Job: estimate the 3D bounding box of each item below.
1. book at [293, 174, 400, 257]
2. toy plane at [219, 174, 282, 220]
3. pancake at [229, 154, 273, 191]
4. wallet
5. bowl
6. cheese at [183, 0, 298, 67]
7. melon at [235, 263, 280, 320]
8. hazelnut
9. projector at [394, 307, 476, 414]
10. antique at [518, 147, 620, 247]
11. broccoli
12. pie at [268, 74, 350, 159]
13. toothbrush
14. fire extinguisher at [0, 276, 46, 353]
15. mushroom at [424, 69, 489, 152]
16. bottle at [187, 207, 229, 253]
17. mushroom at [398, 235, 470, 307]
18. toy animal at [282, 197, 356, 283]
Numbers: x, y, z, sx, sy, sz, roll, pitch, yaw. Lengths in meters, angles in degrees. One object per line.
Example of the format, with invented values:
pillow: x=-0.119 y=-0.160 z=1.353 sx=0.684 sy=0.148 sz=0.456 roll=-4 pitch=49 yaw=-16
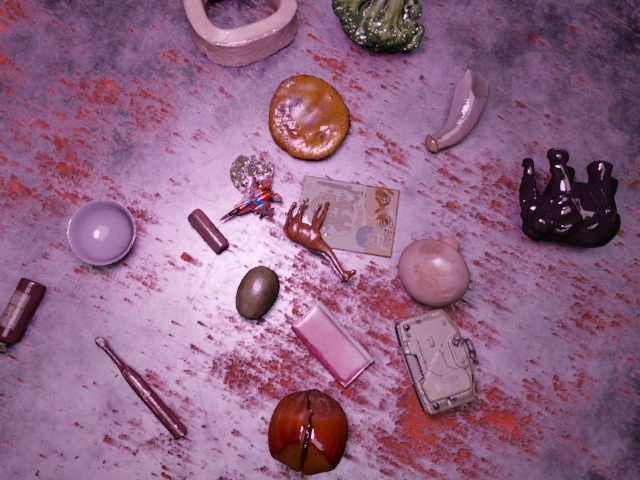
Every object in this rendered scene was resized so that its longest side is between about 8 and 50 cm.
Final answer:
book: x=0.079 y=-0.073 z=1.747 sx=0.295 sy=0.020 sz=0.208 roll=9 pitch=80 yaw=-2
toy plane: x=-0.211 y=-0.108 z=1.712 sx=0.189 sy=0.061 sz=0.130 roll=-29 pitch=103 yaw=3
pancake: x=-0.208 y=-0.196 z=1.749 sx=0.129 sy=0.022 sz=0.116 roll=33 pitch=83 yaw=2
wallet: x=0.033 y=0.294 z=1.674 sx=0.119 sy=0.025 sz=0.232 roll=-41 pitch=85 yaw=-10
bowl: x=-0.605 y=-0.016 z=1.661 sx=0.188 sy=0.086 sz=0.189 roll=0 pitch=79 yaw=-2
cheese: x=-0.237 y=-0.697 z=1.772 sx=0.332 sy=0.153 sz=0.293 roll=-14 pitch=81 yaw=-7
melon: x=-0.174 y=0.142 z=1.644 sx=0.114 sy=0.114 sz=0.167 roll=25 pitch=79 yaw=1
hazelnut: x=-0.033 y=0.501 z=1.557 sx=0.212 sy=0.181 sz=0.181 roll=8 pitch=99 yaw=8
projector: x=0.337 y=0.333 z=1.655 sx=0.193 sy=0.088 sz=0.270 roll=-18 pitch=81 yaw=-4
antique: x=0.729 y=-0.106 z=1.711 sx=0.322 sy=0.185 sz=0.255 roll=17 pitch=78 yaw=-4
broccoli: x=0.192 y=-0.704 z=1.753 sx=0.307 sy=0.275 sz=0.308 roll=12 pitch=56 yaw=-18
pie: x=-0.037 y=-0.370 z=1.768 sx=0.273 sy=0.069 sz=0.274 roll=1 pitch=78 yaw=-3
toothbrush: x=-0.496 y=0.400 z=1.616 sx=0.041 sy=0.041 sz=0.364 roll=-42 pitch=85 yaw=-9
fire extinguisher: x=-0.848 y=0.214 z=1.618 sx=0.099 sy=0.071 sz=0.231 roll=19 pitch=79 yaw=28
mushroom: x=0.421 y=-0.374 z=1.784 sx=0.118 sy=0.103 sz=0.270 roll=29 pitch=85 yaw=2
bottle: x=-0.323 y=-0.027 z=1.696 sx=0.053 sy=0.053 sz=0.140 roll=-40 pitch=85 yaw=-9
mushroom: x=0.319 y=0.085 z=1.668 sx=0.206 sy=0.209 sz=0.207 roll=2 pitch=107 yaw=8
toy animal: x=0.000 y=0.000 z=1.685 sx=0.224 sy=0.066 sz=0.230 roll=8 pitch=71 yaw=-3
